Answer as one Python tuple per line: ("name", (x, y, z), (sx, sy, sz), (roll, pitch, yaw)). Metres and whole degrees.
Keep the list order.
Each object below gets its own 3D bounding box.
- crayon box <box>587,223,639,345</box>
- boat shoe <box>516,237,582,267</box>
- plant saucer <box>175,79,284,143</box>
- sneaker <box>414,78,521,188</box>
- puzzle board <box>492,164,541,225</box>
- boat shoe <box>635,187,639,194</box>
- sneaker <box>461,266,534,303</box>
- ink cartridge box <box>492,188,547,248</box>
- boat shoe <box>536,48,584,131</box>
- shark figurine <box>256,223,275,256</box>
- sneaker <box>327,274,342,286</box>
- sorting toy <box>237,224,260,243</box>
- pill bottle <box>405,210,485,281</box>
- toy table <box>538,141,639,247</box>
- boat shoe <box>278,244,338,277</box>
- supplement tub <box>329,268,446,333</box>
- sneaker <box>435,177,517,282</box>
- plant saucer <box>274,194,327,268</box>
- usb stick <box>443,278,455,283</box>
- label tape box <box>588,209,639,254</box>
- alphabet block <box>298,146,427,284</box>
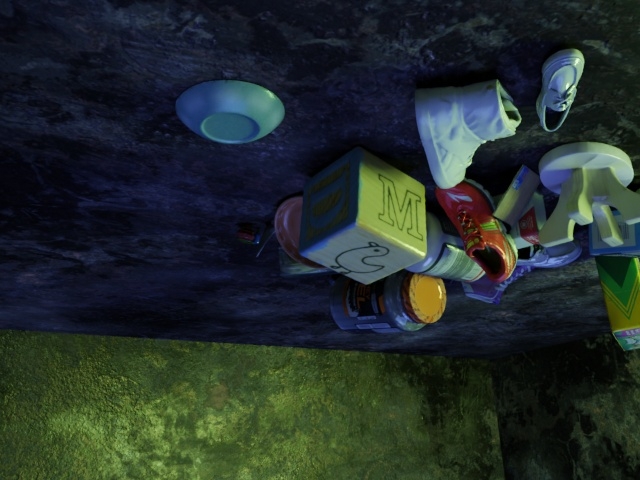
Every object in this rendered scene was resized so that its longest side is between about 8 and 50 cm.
("crayon box", (0.863, 0.130, 1.721), (0.106, 0.313, 0.363), (-13, 157, 28))
("boat shoe", (0.619, 0.032, 1.744), (0.258, 0.095, 0.084), (-10, 163, 18))
("plant saucer", (-0.160, -0.215, 1.078), (0.194, 0.038, 0.195), (-2, 161, -1))
("sneaker", (0.281, -0.184, 1.105), (0.169, 0.108, 0.292), (-6, 158, 18))
("puzzle board", (0.444, -0.101, 1.365), (0.096, 0.128, 0.011), (20, -167, -44))
("boat shoe", (0.862, -0.112, 1.423), (0.227, 0.079, 0.081), (-8, 173, 27))
("sneaker", (0.583, 0.117, 1.882), (0.282, 0.161, 0.102), (-11, 157, 20))
("ink cartridge box", (0.453, -0.044, 1.473), (0.175, 0.128, 0.072), (-20, 152, 40))
("boat shoe", (0.398, -0.245, 1.012), (0.066, 0.063, 0.184), (-3, 160, 3))
("shark figurine", (-0.018, -0.007, 1.553), (0.278, 0.116, 0.166), (2, 158, -16))
("sneaker", (0.147, 0.123, 1.933), (0.261, 0.104, 0.125), (-9, 157, 18))
("sorting toy", (-0.190, -0.018, 1.617), (0.061, 0.042, 0.102), (15, 171, -2))
("pill bottle", (0.294, 0.011, 1.559), (0.283, 0.161, 0.161), (12, 155, -33))
("toy table", (0.592, -0.092, 1.315), (0.274, 0.161, 0.252), (12, 155, -32))
("boat shoe", (0.037, 0.041, 1.715), (0.320, 0.103, 0.118), (-8, 168, 10))
("supplement tub", (0.190, 0.168, 1.734), (0.193, 0.194, 0.316), (14, 162, -38))
("sneaker", (0.355, -0.024, 1.372), (0.107, 0.118, 0.279), (-31, 103, 41))
("plant saucer", (-0.019, -0.024, 1.465), (0.199, 0.200, 0.037), (-18, -161, 36))
("usb stick", (0.415, 0.068, 1.857), (0.045, 0.077, 0.278), (-34, 164, -12))
("label tape box", (0.853, -0.015, 1.451), (0.333, 0.106, 0.240), (4, 173, -31))
("alphabet block", (0.089, -0.047, 1.277), (0.197, 0.194, 0.192), (25, 146, -31))
